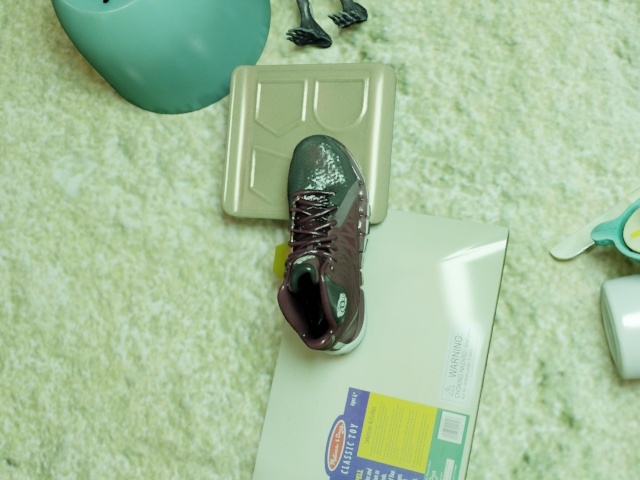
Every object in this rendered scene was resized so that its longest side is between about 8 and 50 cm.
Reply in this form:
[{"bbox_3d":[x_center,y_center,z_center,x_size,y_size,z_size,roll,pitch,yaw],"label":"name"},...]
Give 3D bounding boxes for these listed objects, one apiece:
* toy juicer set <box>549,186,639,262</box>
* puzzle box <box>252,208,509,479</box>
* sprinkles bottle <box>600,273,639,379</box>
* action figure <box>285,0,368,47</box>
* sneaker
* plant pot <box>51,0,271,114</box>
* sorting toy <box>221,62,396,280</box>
[{"bbox_3d":[0.423,-0.044,0.916,0.209,0.329,0.089,-44,114,-13],"label":"toy juicer set"},{"bbox_3d":[0.078,0.162,1.061,0.271,0.052,0.409,10,83,16],"label":"puzzle box"},{"bbox_3d":[0.513,0.073,0.926,0.355,0.121,0.121,-12,77,12],"label":"sprinkles bottle"},{"bbox_3d":[-0.008,-0.428,1.152,0.164,0.141,0.276,-15,77,24],"label":"action figure"},{"bbox_3d":[0.000,0.000,0.970,0.106,0.162,0.282,-9,85,15],"label":"sneaker"},{"bbox_3d":[-0.246,-0.356,1.149,0.292,0.235,0.293,-3,79,15],"label":"plant pot"},{"bbox_3d":[-0.019,-0.084,1.089,0.228,0.041,0.308,4,87,16],"label":"sorting toy"}]
